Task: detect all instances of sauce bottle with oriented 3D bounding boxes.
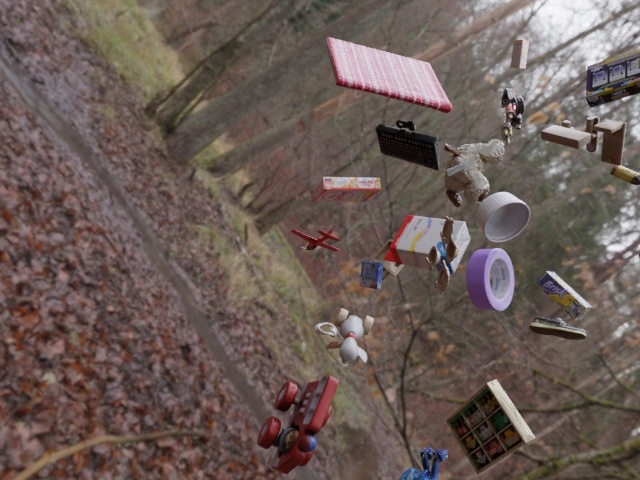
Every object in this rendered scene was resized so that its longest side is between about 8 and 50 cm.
[{"bbox_3d":[1.024,-0.208,1.808,0.128,0.042,0.042,29,-11,17],"label":"sauce bottle"}]

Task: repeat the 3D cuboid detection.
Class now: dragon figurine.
[{"bbox_3d":[0.291,0.734,1.640,0.085,0.289,0.143,-21,-89,50],"label":"dragon figurine"}]

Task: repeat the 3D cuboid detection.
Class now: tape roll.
[{"bbox_3d":[0.754,0.173,2.430,0.090,0.274,0.274,-5,-55,44],"label":"tape roll"}]

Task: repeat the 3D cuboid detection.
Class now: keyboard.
[{"bbox_3d":[0.193,-0.222,1.239,0.180,0.023,0.108,27,-41,45],"label":"keyboard"}]

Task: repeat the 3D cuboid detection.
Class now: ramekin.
[{"bbox_3d":[0.750,-0.104,2.282,0.207,0.207,0.109,59,5,-40],"label":"ramekin"}]

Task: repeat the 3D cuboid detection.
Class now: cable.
[{"bbox_3d":[0.618,-0.447,1.816,0.287,0.072,0.139,-82,170,-47],"label":"cable"}]

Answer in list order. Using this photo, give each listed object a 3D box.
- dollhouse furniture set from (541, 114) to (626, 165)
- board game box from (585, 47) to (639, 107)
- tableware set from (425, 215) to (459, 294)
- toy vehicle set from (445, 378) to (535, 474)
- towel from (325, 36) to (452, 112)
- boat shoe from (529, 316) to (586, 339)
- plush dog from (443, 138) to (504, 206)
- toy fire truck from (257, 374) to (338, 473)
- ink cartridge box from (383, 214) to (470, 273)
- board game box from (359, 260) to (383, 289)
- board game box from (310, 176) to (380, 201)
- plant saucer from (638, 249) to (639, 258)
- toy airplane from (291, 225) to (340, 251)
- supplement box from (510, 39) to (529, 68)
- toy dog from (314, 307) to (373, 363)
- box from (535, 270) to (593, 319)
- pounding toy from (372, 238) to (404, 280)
[{"bbox_3d":[0.704,-0.250,1.483,0.144,0.151,0.123,35,-35,50],"label":"dollhouse furniture set"},{"bbox_3d":[0.867,-0.474,1.594,0.170,0.141,0.048,-11,-41,42],"label":"board game box"},{"bbox_3d":[0.290,0.033,1.298,0.141,0.020,0.168,-95,-165,-56],"label":"tableware set"},{"bbox_3d":[0.447,0.506,1.479,0.166,0.035,0.266,60,-30,29],"label":"toy vehicle set"},{"bbox_3d":[0.150,-0.367,1.226,0.198,0.275,0.031,-100,-155,-44],"label":"towel"},{"bbox_3d":[0.668,0.242,1.546,0.152,0.049,0.056,7,-31,37],"label":"boat shoe"},{"bbox_3d":[0.515,-0.252,1.993,0.211,0.262,0.225,25,-15,4],"label":"plush dog"},{"bbox_3d":[-0.057,0.571,1.712,0.169,0.302,0.254,31,-28,-8],"label":"toy fire truck"},{"bbox_3d":[0.294,0.005,1.582,0.231,0.134,0.078,9,-36,37],"label":"ink cartridge box"},{"bbox_3d":[0.170,0.116,1.849,0.090,0.020,0.090,2,-96,54],"label":"board game box"},{"bbox_3d":[0.080,-0.167,1.811,0.147,0.194,0.045,143,-56,-70],"label":"board game box"},{"bbox_3d":[1.042,0.077,1.752,0.119,0.021,0.119,48,30,-41],"label":"plant saucer"},{"bbox_3d":[0.000,0.000,1.490,0.151,0.151,0.028,60,34,-53],"label":"toy airplane"},{"bbox_3d":[0.728,-0.679,2.007,0.036,0.062,0.098,15,-69,38],"label":"supplement box"},{"bbox_3d":[0.110,0.417,2.278,0.220,0.160,0.334,27,24,21],"label":"toy dog"},{"bbox_3d":[0.774,0.174,1.751,0.054,0.059,0.169,4,37,-43],"label":"box"},{"bbox_3d":[0.270,0.084,2.091,0.100,0.141,0.130,41,-3,-18],"label":"pounding toy"}]
